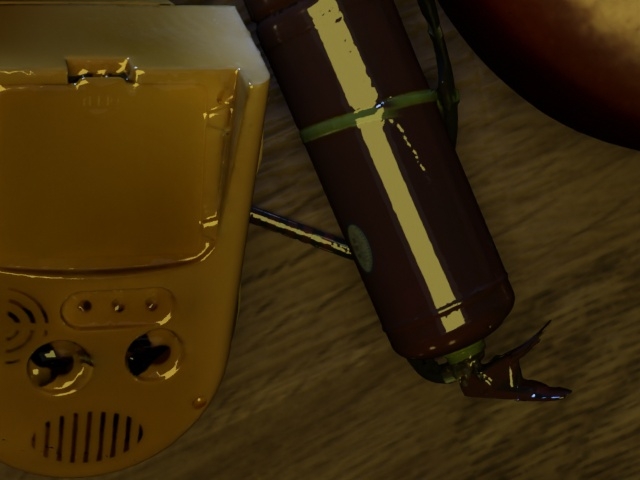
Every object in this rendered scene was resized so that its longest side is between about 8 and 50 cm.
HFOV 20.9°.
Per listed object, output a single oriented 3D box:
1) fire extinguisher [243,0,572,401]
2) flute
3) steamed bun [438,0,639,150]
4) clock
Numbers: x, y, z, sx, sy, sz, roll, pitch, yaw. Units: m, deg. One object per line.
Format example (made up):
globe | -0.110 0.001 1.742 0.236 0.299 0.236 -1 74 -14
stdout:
fire extinguisher | 0.065 -0.039 1.184 0.141 0.105 0.341 -22 93 42
flute | 0.000 0.000 1.251 0.269 0.014 0.014 20 97 -4
steamed bun | 0.201 -0.195 1.114 0.379 0.235 0.248 37 90 -7
clock | -0.163 0.004 1.145 0.244 0.200 0.317 0 113 -14
